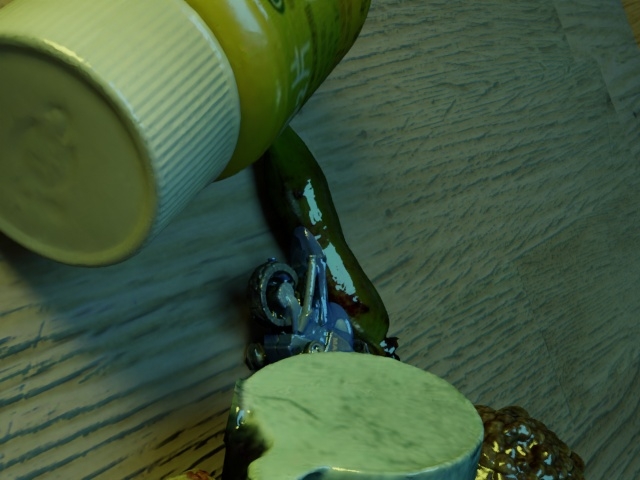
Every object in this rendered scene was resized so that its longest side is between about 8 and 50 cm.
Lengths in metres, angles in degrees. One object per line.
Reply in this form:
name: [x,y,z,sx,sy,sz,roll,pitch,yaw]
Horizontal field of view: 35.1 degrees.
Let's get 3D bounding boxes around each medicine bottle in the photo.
medicine bottle: [-0.116,-0.160,0.821,0.224,0.224,0.384,57,38,-18]

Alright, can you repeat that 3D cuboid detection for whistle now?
whistle: [-0.010,0.216,0.725,0.405,0.188,0.168,-29,131,-60]

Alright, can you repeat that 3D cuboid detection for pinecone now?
pinecone: [0.162,0.265,1.001,0.184,0.204,0.179,-4,48,-44]

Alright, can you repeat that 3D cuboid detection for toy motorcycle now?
toy motorcycle: [-0.006,0.097,0.967,0.114,0.076,0.205,-46,122,-46]

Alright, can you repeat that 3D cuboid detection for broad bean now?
broad bean: [0.000,0.000,1.034,0.339,0.061,0.077,65,29,-8]

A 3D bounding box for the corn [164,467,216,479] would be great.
corn: [-0.146,0.243,0.728,0.237,0.079,0.079,-33,100,-57]
